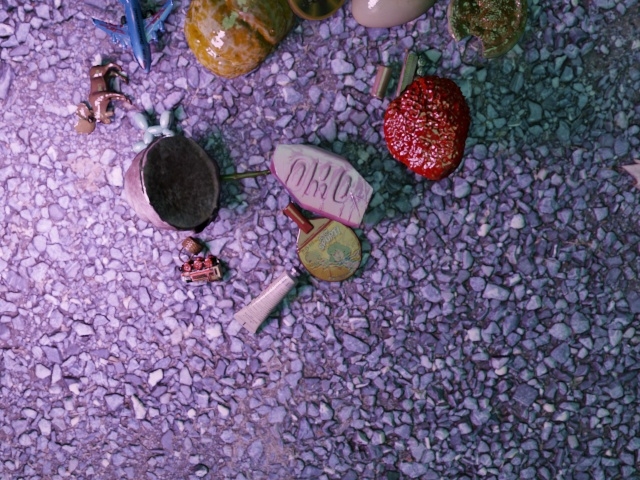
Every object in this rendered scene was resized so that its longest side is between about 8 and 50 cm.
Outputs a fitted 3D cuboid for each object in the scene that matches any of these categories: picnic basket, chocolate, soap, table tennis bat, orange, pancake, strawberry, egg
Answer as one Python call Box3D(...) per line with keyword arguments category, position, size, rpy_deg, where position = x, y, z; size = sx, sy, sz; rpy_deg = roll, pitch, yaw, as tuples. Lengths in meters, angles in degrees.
Box3D(category="picnic basket", position=(-0.426, 0.034, 1.962), size=(0.072, 0.072, 0.083), rpy_deg=(38, 91, -4))
Box3D(category="chocolate", position=(-0.473, -0.155, 1.839), size=(0.213, 0.303, 0.303), rpy_deg=(-10, 102, 41))
Box3D(category="soap", position=(-0.002, -0.183, 1.871), size=(0.324, 0.109, 0.192), rpy_deg=(22, 91, -4))
Box3D(category="table tennis bat", position=(0.000, 0.000, 1.956), size=(0.200, 0.038, 0.310), rpy_deg=(-43, 99, 7))
Box3D(category="orange", position=(-0.237, -0.655, 1.765), size=(0.271, 0.210, 0.369), rpy_deg=(44, 101, -8))
Box3D(category="pancake", position=(0.500, -0.676, 1.809), size=(0.254, 0.037, 0.253), rpy_deg=(1, 101, 3))
Box3D(category="strawberry", position=(0.315, -0.331, 1.769), size=(0.261, 0.257, 0.260), rpy_deg=(3, 123, 5))
Box3D(category="egg", position=(0.216, -0.723, 1.723), size=(0.296, 0.218, 0.218), rpy_deg=(-34, 97, 15))
Box3D(category="table tennis bat", position=(0.038, -0.765, 1.757), size=(0.321, 0.050, 0.198), rpy_deg=(-31, 130, -13))

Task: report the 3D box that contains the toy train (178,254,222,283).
Box3D(category="toy train", position=(-0.391, 0.099, 1.982), size=(0.138, 0.050, 0.086), rpy_deg=(-12, 103, 5))

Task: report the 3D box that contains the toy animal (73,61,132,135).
Box3D(category="toy animal", position=(-0.686, -0.438, 1.888), size=(0.186, 0.094, 0.214), rpy_deg=(-6, 92, -1))

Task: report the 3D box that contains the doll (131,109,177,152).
Box3D(category="doll", position=(-0.525, -0.328, 1.907), size=(0.160, 0.059, 0.158), rpy_deg=(-11, 99, 3))

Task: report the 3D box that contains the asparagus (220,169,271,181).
Box3D(category="asparagus", position=(-0.236, -0.210, 1.933), size=(0.249, 0.025, 0.024), rpy_deg=(-8, 57, 4))

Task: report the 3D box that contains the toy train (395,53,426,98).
Box3D(category="toy train", position=(0.276, -0.495, 1.851), size=(0.071, 0.038, 0.147), rpy_deg=(13, 100, 1))

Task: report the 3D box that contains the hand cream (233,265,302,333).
Box3D(category="hand cream", position=(-0.165, 0.189, 1.988), size=(0.095, 0.059, 0.276), rpy_deg=(44, 104, -7))

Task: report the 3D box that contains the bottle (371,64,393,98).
Box3D(category="bottle", position=(0.186, -0.483, 1.854), size=(0.045, 0.045, 0.096), rpy_deg=(19, 102, -1))

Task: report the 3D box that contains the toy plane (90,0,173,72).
Box3D(category="toy plane", position=(-0.553, -0.641, 1.830), size=(0.254, 0.105, 0.271), rpy_deg=(-11, 100, 5))
